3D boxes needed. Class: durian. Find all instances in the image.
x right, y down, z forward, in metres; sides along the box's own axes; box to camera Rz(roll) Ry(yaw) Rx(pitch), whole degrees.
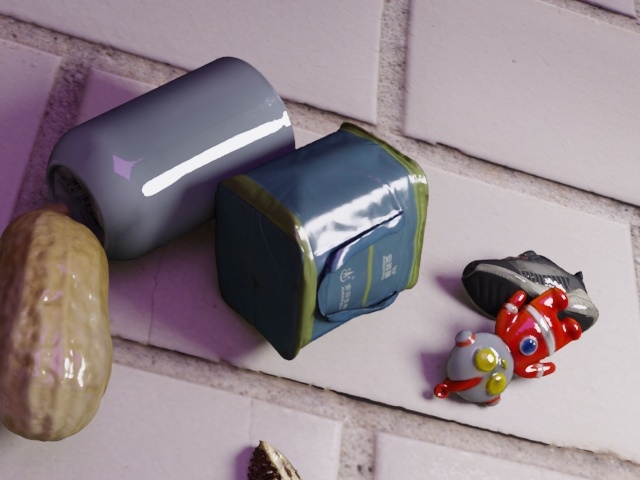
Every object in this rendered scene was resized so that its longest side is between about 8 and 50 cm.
[{"bbox_3d":[-0.055,0.318,1.366,0.130,0.052,0.066,56,18,15],"label":"durian"}]

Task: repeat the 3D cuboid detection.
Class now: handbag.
[{"bbox_3d":[0.000,0.000,1.453,0.241,0.263,0.222,-28,46,-31],"label":"handbag"}]

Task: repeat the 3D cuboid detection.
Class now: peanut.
[{"bbox_3d":[-0.334,0.088,1.311,0.158,0.174,0.340,-1,60,-2],"label":"peanut"}]

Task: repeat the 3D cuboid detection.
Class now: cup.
[{"bbox_3d":[-0.213,-0.111,1.482,0.312,0.205,0.205,-31,72,-33],"label":"cup"}]

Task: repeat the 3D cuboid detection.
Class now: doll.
[{"bbox_3d":[0.267,0.161,1.541,0.245,0.076,0.142,-29,104,-18],"label":"doll"}]

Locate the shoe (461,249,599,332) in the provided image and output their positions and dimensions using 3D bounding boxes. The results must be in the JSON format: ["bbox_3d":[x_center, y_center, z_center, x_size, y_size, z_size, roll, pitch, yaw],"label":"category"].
[{"bbox_3d":[0.324,0.069,1.646,0.228,0.099,0.112,22,45,-11],"label":"shoe"}]
